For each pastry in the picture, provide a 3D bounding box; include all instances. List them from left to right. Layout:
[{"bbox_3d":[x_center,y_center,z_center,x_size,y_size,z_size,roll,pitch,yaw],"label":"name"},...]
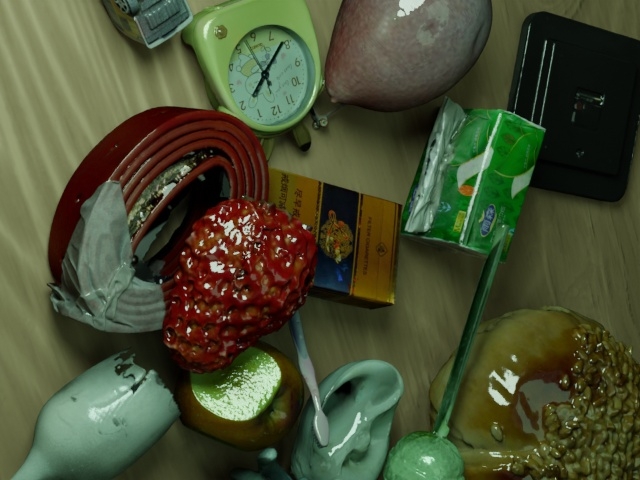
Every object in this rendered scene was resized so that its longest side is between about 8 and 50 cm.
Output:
[{"bbox_3d":[0.350,0.301,1.786,0.409,0.245,0.409,-4,97,-33],"label":"pastry"}]

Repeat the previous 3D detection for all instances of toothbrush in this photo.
[{"bbox_3d":[-0.023,0.155,1.581,0.021,0.027,0.269,6,57,-31],"label":"toothbrush"}]

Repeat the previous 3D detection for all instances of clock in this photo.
[{"bbox_3d":[-0.077,-0.211,1.553,0.170,0.069,0.232,-26,111,-27],"label":"clock"},{"bbox_3d":[0.416,-0.210,1.873,0.279,0.049,0.273,8,93,-32],"label":"clock"}]

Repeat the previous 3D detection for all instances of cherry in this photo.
[{"bbox_3d":[0.120,-0.274,1.568,0.206,0.239,0.239,15,88,-15],"label":"cherry"}]

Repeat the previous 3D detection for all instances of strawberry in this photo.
[{"bbox_3d":[-0.089,0.067,1.434,0.190,0.111,0.236,38,78,-38],"label":"strawberry"}]

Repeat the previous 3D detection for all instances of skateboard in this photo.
[{"bbox_3d":[0.016,-0.202,1.638,0.083,0.032,0.064,-33,102,-21],"label":"skateboard"}]

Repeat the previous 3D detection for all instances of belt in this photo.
[{"bbox_3d":[-0.205,-0.020,1.471,0.227,0.115,0.324,42,75,-30],"label":"belt"}]

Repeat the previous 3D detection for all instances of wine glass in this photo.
[{"bbox_3d":[-0.323,0.269,1.424,0.321,0.143,0.143,-37,114,-23],"label":"wine glass"}]

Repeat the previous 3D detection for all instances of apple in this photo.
[{"bbox_3d":[-0.102,0.200,1.533,0.146,0.147,0.163,-62,152,-13],"label":"apple"}]

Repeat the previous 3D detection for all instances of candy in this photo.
[{"bbox_3d":[0.194,0.187,1.635,0.119,0.119,0.440,15,95,-33],"label":"candy"}]

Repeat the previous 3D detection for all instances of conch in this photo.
[{"bbox_3d":[0.031,0.264,1.640,0.185,0.121,0.221,9,100,-65],"label":"conch"}]

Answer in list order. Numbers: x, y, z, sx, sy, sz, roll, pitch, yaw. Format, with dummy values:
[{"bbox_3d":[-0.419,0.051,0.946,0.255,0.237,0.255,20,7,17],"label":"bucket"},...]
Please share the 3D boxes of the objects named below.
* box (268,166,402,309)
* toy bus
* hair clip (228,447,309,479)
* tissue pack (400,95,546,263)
[{"bbox_3d":[0.000,0.000,1.612,0.237,0.070,0.152,14,74,-34],"label":"box"},{"bbox_3d":[-0.244,-0.363,1.378,0.092,0.106,0.268,-39,132,-22],"label":"toy bus"},{"bbox_3d":[-0.095,0.456,1.515,0.238,0.392,0.318,45,73,-1],"label":"hair clip"},{"bbox_3d":[0.201,-0.092,1.695,0.156,0.148,0.209,20,86,-34],"label":"tissue pack"}]
